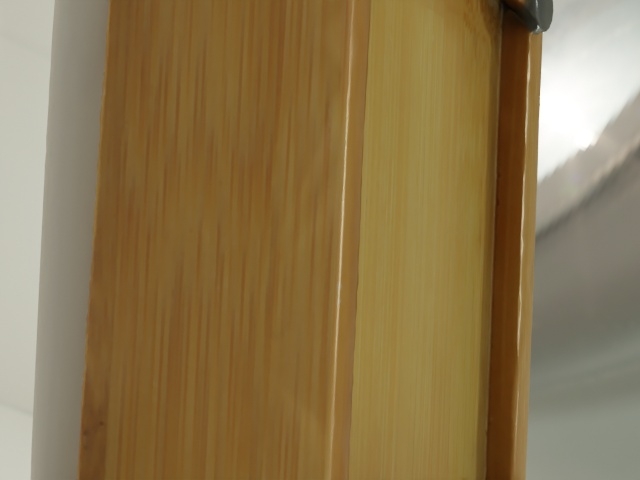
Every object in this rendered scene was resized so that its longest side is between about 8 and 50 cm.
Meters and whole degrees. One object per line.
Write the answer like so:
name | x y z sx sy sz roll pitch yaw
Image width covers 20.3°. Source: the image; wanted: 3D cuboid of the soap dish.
soap dish | 0.000 0.000 0.665 0.118 0.229 0.290 0 -97 26
